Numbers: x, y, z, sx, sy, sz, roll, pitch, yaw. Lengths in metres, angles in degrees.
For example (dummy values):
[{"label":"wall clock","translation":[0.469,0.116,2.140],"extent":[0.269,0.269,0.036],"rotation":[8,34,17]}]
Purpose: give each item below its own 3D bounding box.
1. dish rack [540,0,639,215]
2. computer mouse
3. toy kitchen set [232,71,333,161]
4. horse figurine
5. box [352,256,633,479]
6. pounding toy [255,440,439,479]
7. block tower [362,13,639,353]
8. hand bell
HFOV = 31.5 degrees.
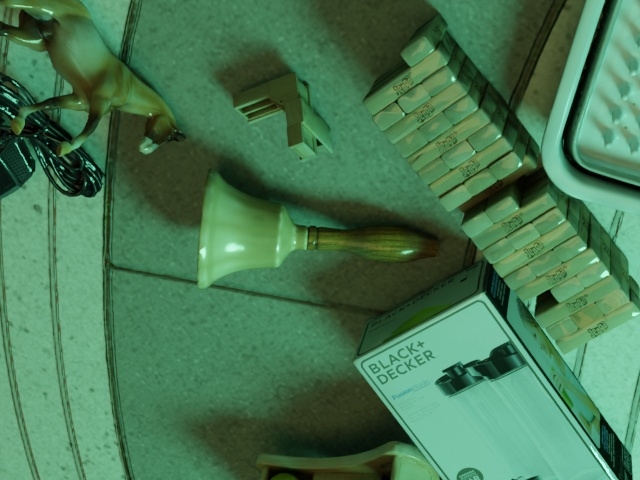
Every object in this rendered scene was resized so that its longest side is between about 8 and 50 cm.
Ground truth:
[{"label":"dish rack","translation":[0.387,-0.141,1.011],"extent":[0.333,0.072,0.285],"rotation":[16,118,6]},{"label":"computer mouse","translation":[-0.382,-0.083,1.225],"extent":[0.272,0.072,0.188],"rotation":[-24,130,22]},{"label":"toy kitchen set","translation":[-0.036,-0.108,1.137],"extent":[0.075,0.083,0.068],"rotation":[-18,151,21]},{"label":"horse figurine","translation":[-0.262,-0.181,1.120],"extent":[0.263,0.174,0.066],"rotation":[49,133,4]},{"label":"box","translation":[0.185,0.180,1.204],"extent":[0.169,0.087,0.290],"rotation":[-30,105,24]},{"label":"pounding toy","translation":[0.050,0.316,1.236],"extent":[0.270,0.154,0.154],"rotation":[1,146,14]},{"label":"block tower","translation":[0.174,-0.052,1.095],"extent":[0.097,0.091,0.335],"rotation":[-33,103,24]},{"label":"hand bell","translation":[0.000,0.000,1.170],"extent":[0.242,0.126,0.126],"rotation":[6,117,-2]}]
